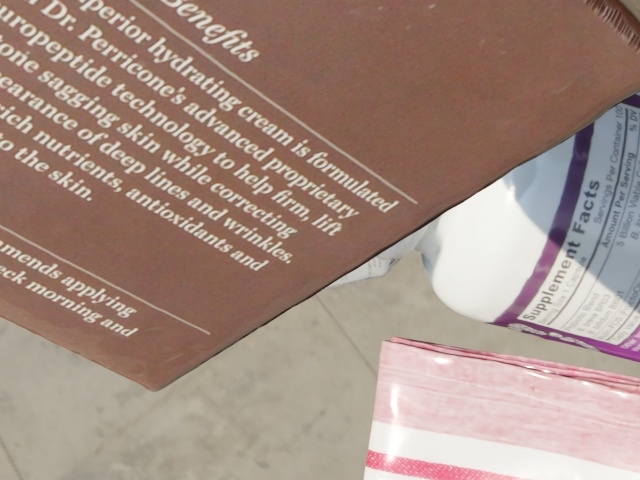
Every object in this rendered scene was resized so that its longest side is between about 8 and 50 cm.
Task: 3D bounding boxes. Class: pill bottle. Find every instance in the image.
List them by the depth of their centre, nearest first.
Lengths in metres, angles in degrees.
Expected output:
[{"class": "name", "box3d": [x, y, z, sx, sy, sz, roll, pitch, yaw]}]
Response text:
[{"class": "pill bottle", "box3d": [0.162, -0.021, 0.807, 0.301, 0.169, 0.169, 15, 66, -9]}]

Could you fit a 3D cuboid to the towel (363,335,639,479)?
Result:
[{"class": "towel", "box3d": [0.128, 0.244, 0.940, 0.237, 0.037, 0.329, 8, 88, 22]}]

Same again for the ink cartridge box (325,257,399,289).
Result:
[{"class": "ink cartridge box", "box3d": [0.000, 0.000, 1.106, 0.189, 0.232, 0.066, 0, 93, 45]}]

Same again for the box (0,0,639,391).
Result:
[{"class": "box", "box3d": [-0.042, -0.091, 0.407, 0.203, 0.168, 0.167, -32, 45, 26]}]
